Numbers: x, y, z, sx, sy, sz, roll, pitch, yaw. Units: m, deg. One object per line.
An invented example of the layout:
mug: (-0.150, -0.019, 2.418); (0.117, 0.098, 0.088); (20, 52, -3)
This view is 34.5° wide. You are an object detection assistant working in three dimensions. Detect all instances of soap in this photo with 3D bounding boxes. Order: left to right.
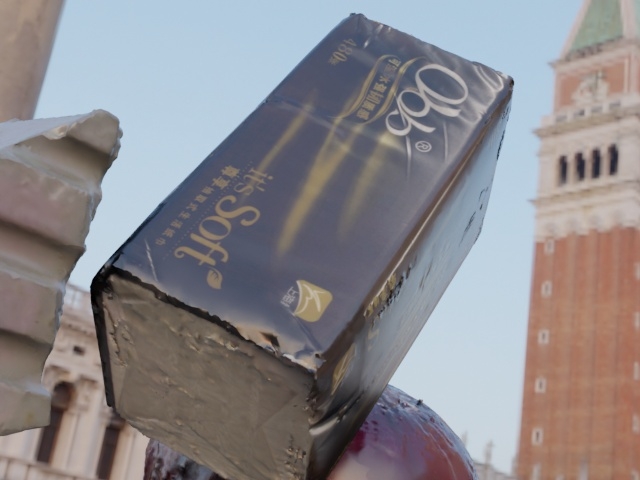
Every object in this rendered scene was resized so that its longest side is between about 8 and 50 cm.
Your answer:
soap: (-0.321, -0.018, 0.719); (0.302, 0.258, 0.158); (26, -13, -41)

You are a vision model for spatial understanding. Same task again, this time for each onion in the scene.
onion: (-0.002, 0.269, 1.007); (0.336, 0.282, 0.260); (22, 5, -22)

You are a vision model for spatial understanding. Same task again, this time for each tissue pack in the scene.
tissue pack: (0.000, 0.000, 0.843); (0.198, 0.370, 0.210); (22, -40, 19)
